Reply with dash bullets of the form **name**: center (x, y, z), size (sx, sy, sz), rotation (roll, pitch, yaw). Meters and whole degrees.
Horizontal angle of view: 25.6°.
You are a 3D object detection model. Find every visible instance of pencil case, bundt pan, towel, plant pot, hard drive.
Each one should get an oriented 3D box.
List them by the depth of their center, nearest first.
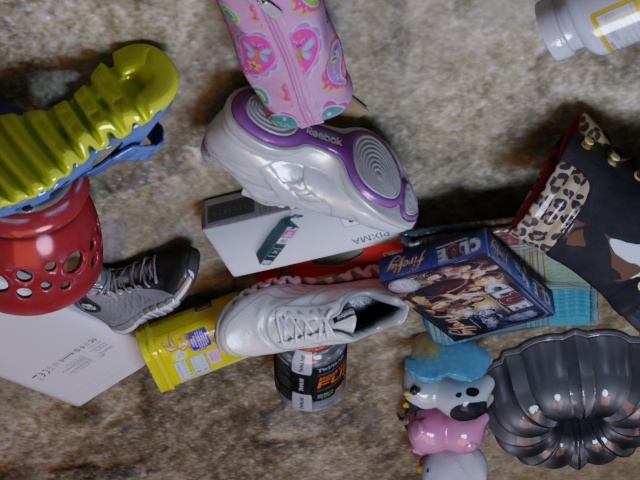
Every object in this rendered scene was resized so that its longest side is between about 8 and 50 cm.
- **pencil case**: center (-0.049, -0.248, 1.605), size (0.124, 0.124, 0.284), rotation (-10, 145, 9)
- **plant pot**: center (-0.384, -0.026, 1.837), size (0.191, 0.191, 0.174), rotation (0, 136, -4)
- **towel**: center (0.271, 0.060, 2.070), size (0.271, 0.040, 0.370), rotation (-8, 154, 8)
- **hard drive**: center (-0.453, 0.144, 2.179), size (0.353, 0.047, 0.233), rotation (28, 134, -36)
- **bundt pan**: center (0.432, 0.287, 2.379), size (0.330, 0.124, 0.331), rotation (-2, 145, -2)

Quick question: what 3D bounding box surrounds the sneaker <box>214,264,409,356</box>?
- **sneaker**: center (-0.010, 0.108, 2.035), size (0.292, 0.118, 0.110), rotation (-14, 108, -8)

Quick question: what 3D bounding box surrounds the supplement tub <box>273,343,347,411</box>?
- **supplement tub**: center (-0.016, 0.175, 2.194), size (0.117, 0.117, 0.190), rotation (-2, 145, -2)

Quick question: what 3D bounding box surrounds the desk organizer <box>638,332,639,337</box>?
- **desk organizer**: center (0.570, 0.143, 2.254), size (0.130, 0.047, 0.050), rotation (19, 141, -28)

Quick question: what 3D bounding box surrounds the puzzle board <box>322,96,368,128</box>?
- **puzzle board**: center (-0.017, -0.164, 1.815), size (0.128, 0.011, 0.096), rotation (-27, 139, 30)

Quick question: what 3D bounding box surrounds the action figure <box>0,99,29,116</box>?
- **action figure**: center (-0.536, -0.132, 1.690), size (0.341, 0.178, 0.330), rotation (20, 147, -27)

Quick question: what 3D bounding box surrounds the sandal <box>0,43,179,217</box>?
- **sandal**: center (-0.306, -0.110, 1.721), size (0.317, 0.126, 0.138), rotation (-27, 158, -7)

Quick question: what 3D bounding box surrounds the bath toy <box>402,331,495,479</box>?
- **bath toy**: center (0.202, 0.307, 2.345), size (0.151, 0.129, 0.348), rotation (28, 142, 32)

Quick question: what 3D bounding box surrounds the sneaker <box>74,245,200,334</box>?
- **sneaker**: center (-0.284, 0.061, 2.046), size (0.132, 0.086, 0.228), rotation (26, 136, -31)

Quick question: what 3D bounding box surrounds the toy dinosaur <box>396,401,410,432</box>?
- **toy dinosaur**: center (0.172, 0.297, 2.462), size (0.082, 0.047, 0.090), rotation (-34, 168, 24)

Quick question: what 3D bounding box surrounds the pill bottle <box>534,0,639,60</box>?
- **pill bottle**: center (0.344, -0.275, 1.610), size (0.184, 0.103, 0.103), rotation (-21, 141, 23)

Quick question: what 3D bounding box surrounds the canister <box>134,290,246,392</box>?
- **canister**: center (-0.185, 0.154, 2.156), size (0.170, 0.073, 0.126), rotation (-21, 140, -3)

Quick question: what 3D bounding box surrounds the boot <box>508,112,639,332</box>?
- **boot**: center (0.448, -0.075, 1.824), size (0.284, 0.138, 0.377), rotation (32, 97, 0)

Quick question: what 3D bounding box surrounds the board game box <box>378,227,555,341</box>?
- **board game box**: center (0.211, 0.067, 1.993), size (0.165, 0.042, 0.243), rotation (-18, 149, 26)

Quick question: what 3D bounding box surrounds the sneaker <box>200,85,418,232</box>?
- **sneaker**: center (-0.013, -0.092, 1.821), size (0.305, 0.114, 0.152), rotation (28, 143, -19)

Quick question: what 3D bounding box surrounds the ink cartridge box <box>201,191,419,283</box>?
- **ink cartridge box**: center (0.000, 0.000, 2.004), size (0.275, 0.060, 0.239), rotation (-13, 142, 14)
